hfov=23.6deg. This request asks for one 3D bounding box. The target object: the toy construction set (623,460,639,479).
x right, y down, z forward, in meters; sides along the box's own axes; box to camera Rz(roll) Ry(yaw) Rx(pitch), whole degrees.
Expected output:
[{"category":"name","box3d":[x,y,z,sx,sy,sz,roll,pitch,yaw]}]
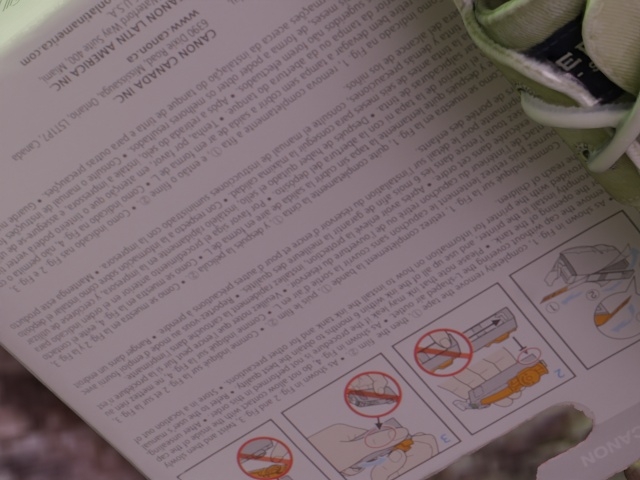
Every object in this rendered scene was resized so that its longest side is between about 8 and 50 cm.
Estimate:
[{"category":"toy construction set","box3d":[0.144,-0.127,0.492,0.309,0.257,0.237,50,52,-5]}]

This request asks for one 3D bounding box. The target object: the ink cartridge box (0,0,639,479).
[{"category":"ink cartridge box","box3d":[0.000,0.000,0.451,0.181,0.056,0.224,-33,119,20]}]

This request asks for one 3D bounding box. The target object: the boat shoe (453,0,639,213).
[{"category":"boat shoe","box3d":[0.069,-0.063,0.346,0.302,0.109,0.094,52,52,-6]}]
